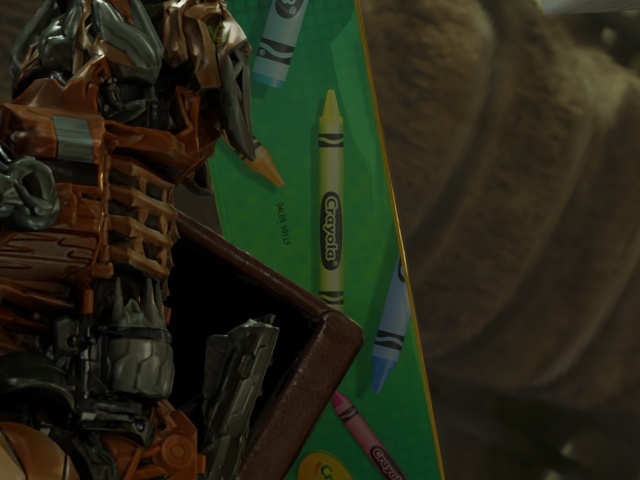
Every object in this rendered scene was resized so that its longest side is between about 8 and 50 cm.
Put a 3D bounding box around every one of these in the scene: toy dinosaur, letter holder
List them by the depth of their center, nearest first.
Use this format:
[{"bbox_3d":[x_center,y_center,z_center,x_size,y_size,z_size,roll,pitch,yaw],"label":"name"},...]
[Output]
[{"bbox_3d":[-0.124,0.044,0.491,0.218,0.164,0.322,29,-135,-16],"label":"toy dinosaur"},{"bbox_3d":[-0.154,0.047,0.729,0.214,0.302,0.152,34,-105,-14],"label":"letter holder"}]

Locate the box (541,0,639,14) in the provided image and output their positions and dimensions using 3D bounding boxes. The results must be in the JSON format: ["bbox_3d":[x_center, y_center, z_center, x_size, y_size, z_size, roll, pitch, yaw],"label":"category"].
[{"bbox_3d":[0.212,-0.180,0.992,0.170,0.130,0.091,-8,-95,-31],"label":"box"}]

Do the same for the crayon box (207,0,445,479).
[{"bbox_3d":[0.000,0.000,0.928,0.081,0.165,0.278,-10,-79,3],"label":"crayon box"}]
